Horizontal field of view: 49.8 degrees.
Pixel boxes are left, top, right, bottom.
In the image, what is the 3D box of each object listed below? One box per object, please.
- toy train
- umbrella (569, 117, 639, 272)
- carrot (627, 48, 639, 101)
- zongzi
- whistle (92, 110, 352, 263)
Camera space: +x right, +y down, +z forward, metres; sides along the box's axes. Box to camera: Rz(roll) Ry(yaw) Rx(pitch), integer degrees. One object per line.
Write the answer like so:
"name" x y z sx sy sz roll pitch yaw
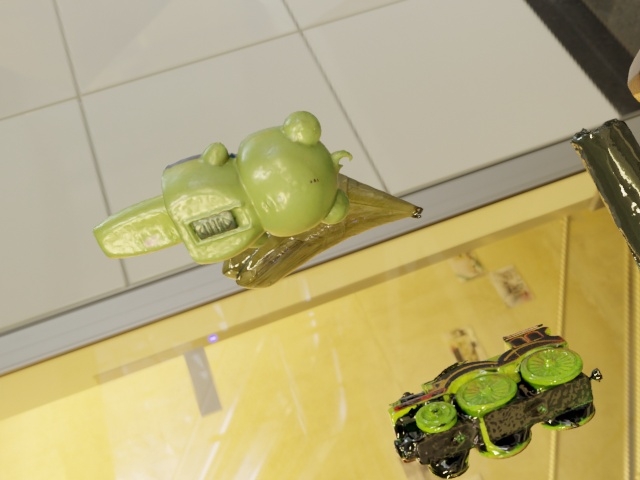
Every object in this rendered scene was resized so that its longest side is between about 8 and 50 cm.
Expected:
"toy train" 0.231 0.222 0.953 0.160 0.296 0.100 -128 21 -71
"umbrella" 0.195 -0.014 0.412 0.036 0.031 0.133 -33 73 38
"carrot" 0.493 -0.255 0.792 0.302 0.114 0.114 -43 64 57
"zongzi" 0.000 0.000 1.051 0.256 0.228 0.115 24 176 12
"whistle" -0.081 -0.032 0.576 0.085 0.228 0.105 -94 -17 -57
